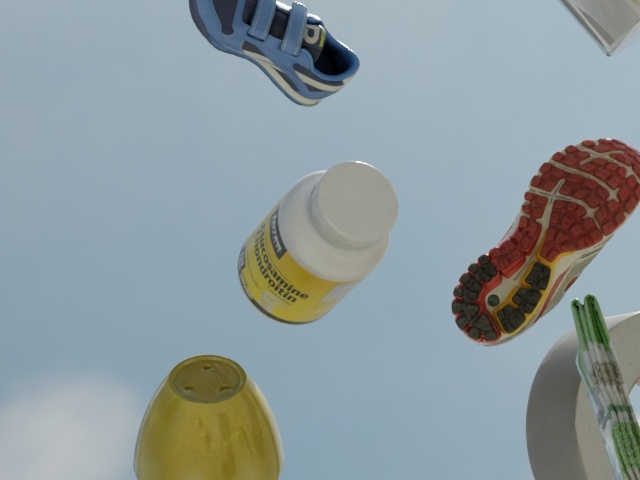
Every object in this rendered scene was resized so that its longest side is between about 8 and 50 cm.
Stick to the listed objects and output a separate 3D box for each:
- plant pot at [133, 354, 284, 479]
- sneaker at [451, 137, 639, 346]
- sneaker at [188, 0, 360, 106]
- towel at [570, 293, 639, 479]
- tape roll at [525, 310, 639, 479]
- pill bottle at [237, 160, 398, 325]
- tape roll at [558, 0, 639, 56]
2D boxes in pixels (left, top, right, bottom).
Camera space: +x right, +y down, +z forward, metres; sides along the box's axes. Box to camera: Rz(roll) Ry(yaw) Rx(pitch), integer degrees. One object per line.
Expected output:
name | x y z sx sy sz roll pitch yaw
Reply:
plant pot | -0.098 0.157 1.644 0.134 0.134 0.095 -24 -48 -31
sneaker | 0.200 0.001 1.649 0.225 0.088 0.093 -45 -16 -3
sneaker | -0.031 -0.150 1.344 0.144 0.059 0.053 30 -117 -34
towel | 0.165 0.119 1.050 0.023 0.152 0.113 -14 -29 1
tape roll | 0.291 0.174 1.694 0.219 0.072 0.219 7 -104 -32
pill bottle | 0.000 0.000 1.666 0.103 0.103 0.184 -25 -11 -29
tape roll | 0.177 -0.228 0.898 0.246 0.169 0.246 -41 -4 -3
